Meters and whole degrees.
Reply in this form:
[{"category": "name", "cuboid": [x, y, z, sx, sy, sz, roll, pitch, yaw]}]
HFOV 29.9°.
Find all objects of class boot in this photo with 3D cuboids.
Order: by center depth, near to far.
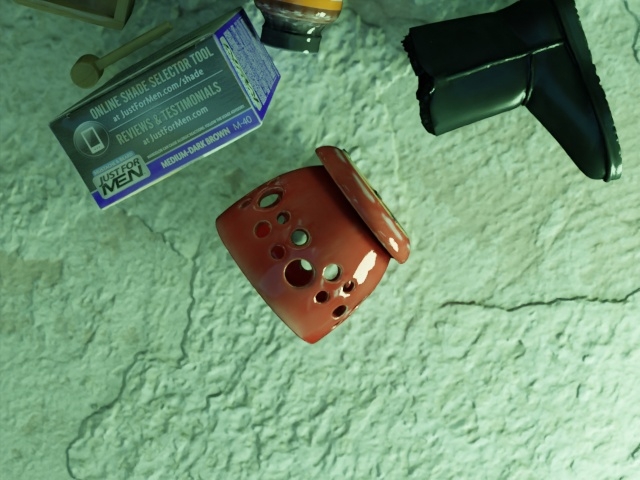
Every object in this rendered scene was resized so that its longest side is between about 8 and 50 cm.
[{"category": "boot", "cuboid": [0.221, -0.158, 1.396, 0.207, 0.094, 0.246, -19, 96, 3]}]

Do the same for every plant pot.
[{"category": "plant pot", "cuboid": [0.000, 0.000, 1.404, 0.174, 0.191, 0.191, -36, 101, 4]}]

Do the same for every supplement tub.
[{"category": "supplement tub", "cuboid": [-0.018, -0.315, 1.361, 0.106, 0.106, 0.197, 10, 105, 0]}]

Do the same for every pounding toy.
[{"category": "pounding toy", "cuboid": [-0.254, -0.286, 1.390, 0.181, 0.094, 0.206, 14, 114, -6]}]

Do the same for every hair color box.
[{"category": "hair color box", "cuboid": [-0.152, -0.153, 1.288, 0.185, 0.339, 0.110, -27, 102, 9]}]
